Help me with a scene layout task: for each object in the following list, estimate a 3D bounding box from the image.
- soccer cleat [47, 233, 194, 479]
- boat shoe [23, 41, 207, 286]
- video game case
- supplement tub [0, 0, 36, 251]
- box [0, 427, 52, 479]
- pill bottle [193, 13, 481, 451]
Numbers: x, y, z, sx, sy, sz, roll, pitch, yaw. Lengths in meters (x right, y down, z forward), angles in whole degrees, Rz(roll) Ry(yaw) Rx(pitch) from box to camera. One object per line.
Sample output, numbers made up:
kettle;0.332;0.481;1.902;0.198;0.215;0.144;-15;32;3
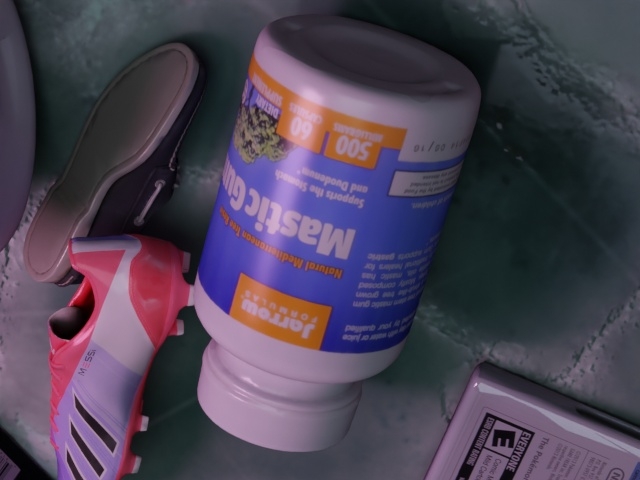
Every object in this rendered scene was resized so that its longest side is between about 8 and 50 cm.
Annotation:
soccer cleat;-0.164;0.097;1.251;0.095;0.083;0.248;11;124;-19
boat shoe;-0.134;-0.051;1.228;0.065;0.075;0.206;17;117;-43
video game case;0.194;0.286;1.297;0.300;0.036;0.329;23;114;2
supplement tub;-0.383;-0.086;1.154;0.331;0.241;0.241;-4;111;14
box;-0.310;0.209;1.340;0.158;0.093;0.156;-39;100;24
pill bottle;0.000;0.000;1.157;0.152;0.152;0.272;18;113;4
